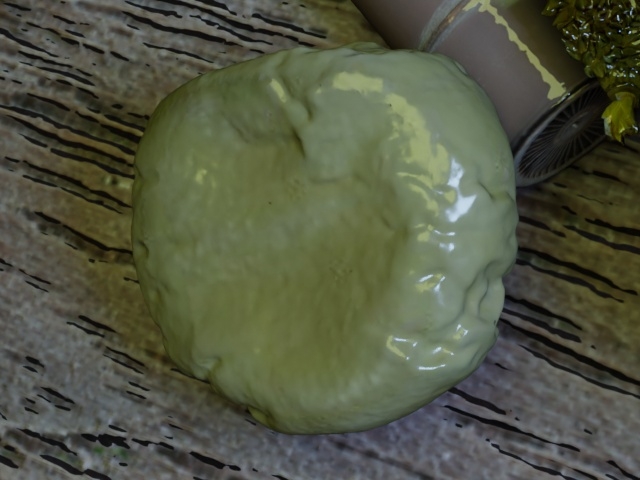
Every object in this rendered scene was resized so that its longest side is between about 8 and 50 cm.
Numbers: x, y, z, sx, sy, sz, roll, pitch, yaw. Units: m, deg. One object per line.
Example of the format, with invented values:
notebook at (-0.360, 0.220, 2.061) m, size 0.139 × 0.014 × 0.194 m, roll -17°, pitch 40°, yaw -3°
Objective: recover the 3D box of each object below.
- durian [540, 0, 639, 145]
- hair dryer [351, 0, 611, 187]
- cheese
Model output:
durian at (0.169, -0.145, 0.656) m, size 0.147 × 0.102 × 0.208 m, roll 20°, pitch 73°, yaw 3°
hair dryer at (0.190, -0.199, 0.774) m, size 0.344 × 0.106 × 0.189 m, roll -34°, pitch 68°, yaw -6°
cheese at (0.000, 0.000, 0.715) m, size 0.226 × 0.117 × 0.213 m, roll -2°, pitch 93°, yaw 37°
